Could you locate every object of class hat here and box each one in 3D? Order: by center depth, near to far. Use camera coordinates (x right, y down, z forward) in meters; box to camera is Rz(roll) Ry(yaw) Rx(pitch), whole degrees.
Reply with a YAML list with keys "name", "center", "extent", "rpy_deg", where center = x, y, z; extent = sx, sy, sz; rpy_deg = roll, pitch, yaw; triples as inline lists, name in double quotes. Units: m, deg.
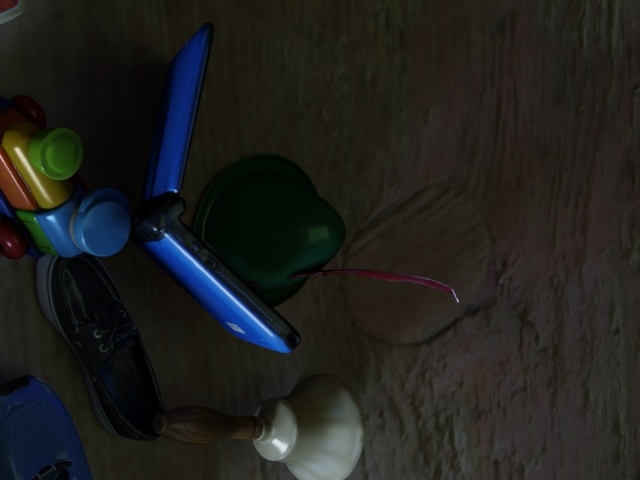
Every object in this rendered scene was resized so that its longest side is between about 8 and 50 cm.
- name: "hat"
  center: [0.000, 0.000, 1.663]
  extent: [0.208, 0.183, 0.173]
  rpy_deg: [-20, 109, -37]

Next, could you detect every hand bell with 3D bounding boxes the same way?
- name: "hand bell"
  center: [-0.078, 0.195, 1.652]
  extent: [0.242, 0.126, 0.126]
  rpy_deg: [10, 91, -47]

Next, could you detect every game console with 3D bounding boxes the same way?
- name: "game console"
  center: [-0.088, -0.042, 1.486]
  extent: [0.250, 0.293, 0.173]
  rpy_deg: [43, 82, -8]

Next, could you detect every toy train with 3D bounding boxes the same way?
- name: "toy train"
  center: [-0.272, -0.090, 1.438]
  extent: [0.105, 0.143, 0.248]
  rpy_deg: [-44, 123, -28]

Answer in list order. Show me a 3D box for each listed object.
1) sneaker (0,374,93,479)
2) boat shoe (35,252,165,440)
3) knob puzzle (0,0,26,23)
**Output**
- name: "sneaker"
  center: [-0.240, 0.281, 1.529]
  extent: [0.130, 0.147, 0.330]
  rpy_deg: [-30, 115, -34]
- name: "boat shoe"
  center: [-0.210, 0.104, 1.570]
  extent: [0.080, 0.076, 0.228]
  rpy_deg: [-30, 116, -33]
- name: "knob puzzle"
  center: [-0.331, -0.267, 1.411]
  extent: [0.213, 0.030, 0.213]
  rpy_deg: [3, 86, -46]
